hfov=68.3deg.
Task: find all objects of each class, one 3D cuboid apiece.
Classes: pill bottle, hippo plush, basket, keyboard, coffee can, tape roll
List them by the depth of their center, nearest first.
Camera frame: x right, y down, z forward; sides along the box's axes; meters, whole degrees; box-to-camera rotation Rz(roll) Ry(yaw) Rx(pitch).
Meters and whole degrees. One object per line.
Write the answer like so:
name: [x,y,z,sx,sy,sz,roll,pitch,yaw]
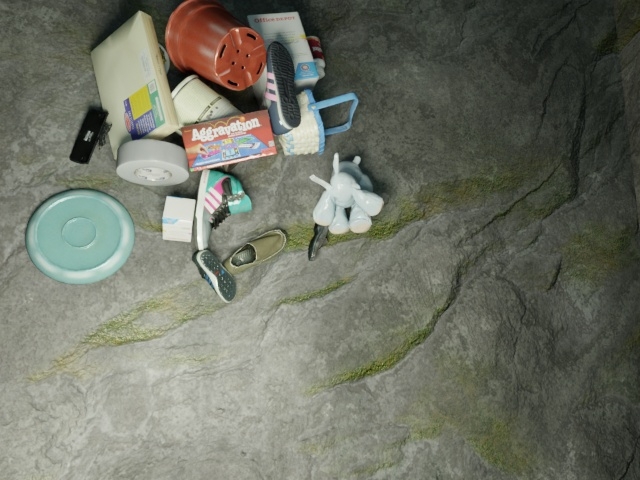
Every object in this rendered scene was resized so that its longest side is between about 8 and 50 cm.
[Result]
tape roll: [-0.536,-0.245,1.514,0.219,0.219,0.072,0,76,-17]
keyboard: [-0.752,-0.338,1.565,0.100,0.038,0.191,17,83,11]
coffee can: [-0.370,-0.398,1.612,0.275,0.201,0.201,37,69,-5]
basket: [-0.015,-0.432,1.701,0.289,0.255,0.201,-12,77,-8]
hippo plush: [0.076,-0.176,1.705,0.294,0.234,0.236,43,23,-19]
pill bottle: [-0.029,-0.717,1.858,0.086,0.086,0.151,-9,80,-19]

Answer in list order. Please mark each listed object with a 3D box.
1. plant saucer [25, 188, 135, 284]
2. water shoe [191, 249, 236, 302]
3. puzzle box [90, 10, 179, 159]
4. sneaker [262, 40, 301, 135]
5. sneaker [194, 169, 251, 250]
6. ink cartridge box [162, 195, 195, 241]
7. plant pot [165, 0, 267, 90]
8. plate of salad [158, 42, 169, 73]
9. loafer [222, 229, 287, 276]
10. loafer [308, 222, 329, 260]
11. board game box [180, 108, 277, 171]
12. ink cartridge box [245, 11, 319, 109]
plant saucer: [-0.756,-0.020,1.487,0.318,0.044,0.317,4,76,-16]
water shoe: [-0.350,0.115,1.563,0.073,0.080,0.203,-41,116,-34]
puzzle box: [-0.617,-0.498,1.550,0.052,0.272,0.408,0,72,-61]
sneaker: [-0.154,-0.500,1.567,0.112,0.131,0.318,8,70,-44]
sneaker: [-0.325,-0.100,1.591,0.179,0.124,0.295,5,68,-8]
ink cartridge box: [-0.463,-0.063,1.540,0.092,0.143,0.089,7,57,-15]
plant pot: [-0.337,-0.647,1.593,0.272,0.272,0.265,-35,52,-21]
plate of salad: [-0.641,-0.646,1.677,0.200,0.048,0.199,4,75,-15]
loafer: [-0.215,0.041,1.608,0.251,0.087,0.094,-35,88,-21]
loafer: [0.000,0.000,1.700,0.061,0.062,0.170,22,72,-16]
board game box: [-0.291,-0.319,1.508,0.282,0.027,0.145,-13,94,-1]
ink cartridge box: [-0.157,-0.664,1.746,0.198,0.197,0.269,-14,81,-19]
